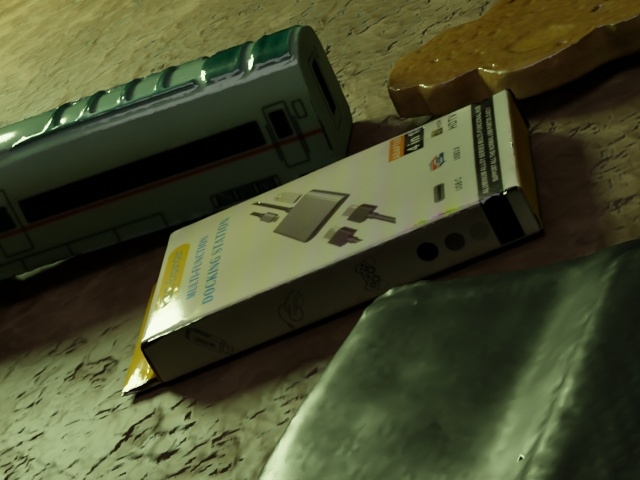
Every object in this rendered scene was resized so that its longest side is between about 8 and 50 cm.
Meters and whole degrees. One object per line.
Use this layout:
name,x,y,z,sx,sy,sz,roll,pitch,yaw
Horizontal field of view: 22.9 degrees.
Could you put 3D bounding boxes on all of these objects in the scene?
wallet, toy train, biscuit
wallet,0.108,0.069,0.603,0.323,0.041,0.247,-14,27,36
toy train,-0.182,-0.036,1.042,0.407,0.088,0.086,-18,27,16
biscuit,0.152,-0.130,0.952,0.236,0.040,0.144,-24,17,17

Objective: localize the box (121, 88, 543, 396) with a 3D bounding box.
box,0.000,0.000,0.863,0.247,0.033,0.129,-23,25,14
